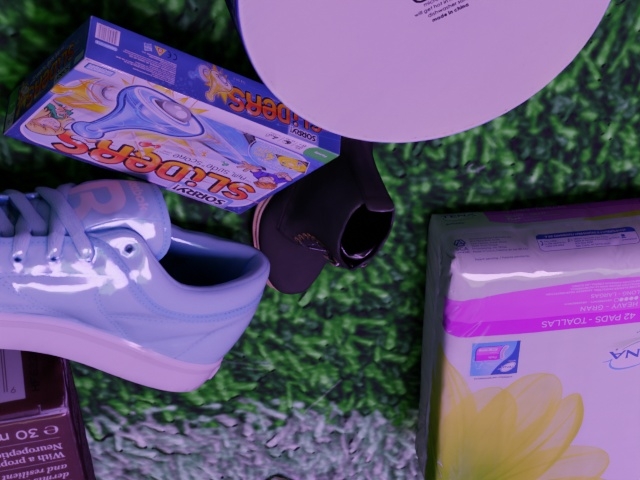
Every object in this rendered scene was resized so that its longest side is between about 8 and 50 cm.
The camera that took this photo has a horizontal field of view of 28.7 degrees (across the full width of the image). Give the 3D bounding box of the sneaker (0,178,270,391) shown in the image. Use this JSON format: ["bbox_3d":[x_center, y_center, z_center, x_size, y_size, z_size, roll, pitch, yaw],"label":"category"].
[{"bbox_3d":[-0.194,-0.002,0.925,0.366,0.135,0.150,19,117,-42],"label":"sneaker"}]

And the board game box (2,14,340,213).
[{"bbox_3d":[-0.105,-0.083,0.891,0.201,0.035,0.136,18,153,-31],"label":"board game box"}]

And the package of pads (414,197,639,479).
[{"bbox_3d":[0.210,0.106,1.136,0.229,0.101,0.296,-5,125,-8],"label":"package of pads"}]

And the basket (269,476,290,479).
[{"bbox_3d":[-0.037,0.474,1.311,0.328,0.266,0.331,-38,132,18],"label":"basket"}]

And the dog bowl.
[{"bbox_3d":[0.062,-0.197,0.829,0.265,0.104,0.265,-9,134,-10],"label":"dog bowl"}]

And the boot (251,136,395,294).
[{"bbox_3d":[0.000,0.000,0.970,0.077,0.137,0.198,-1,133,-17],"label":"boot"}]

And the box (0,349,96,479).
[{"bbox_3d":[-0.293,0.236,1.098,0.191,0.143,0.381,-10,136,-9],"label":"box"}]
